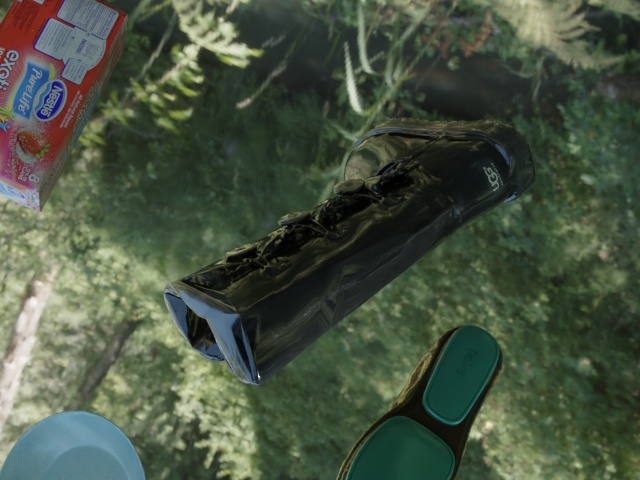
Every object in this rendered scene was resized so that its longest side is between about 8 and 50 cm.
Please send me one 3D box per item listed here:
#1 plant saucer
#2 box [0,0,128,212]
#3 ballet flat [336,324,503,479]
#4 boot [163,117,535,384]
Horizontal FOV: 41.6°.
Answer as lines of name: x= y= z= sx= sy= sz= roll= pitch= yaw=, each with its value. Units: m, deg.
plant saucer: x=-0.265 y=0.284 z=0.915 sx=0.195 sy=0.194 sz=0.037 roll=18 pitch=173 yaw=22
box: x=-0.349 y=-0.180 z=1.037 sx=0.128 sy=0.256 sz=0.122 roll=24 pitch=163 yaw=-10
ballet flat: x=0.120 y=0.245 z=1.037 sx=0.123 sy=0.348 sz=0.123 roll=23 pitch=137 yaw=23
boot: x=0.001 y=0.000 z=1.079 sx=0.146 sy=0.445 sz=0.367 roll=60 pitch=155 yaw=-12
